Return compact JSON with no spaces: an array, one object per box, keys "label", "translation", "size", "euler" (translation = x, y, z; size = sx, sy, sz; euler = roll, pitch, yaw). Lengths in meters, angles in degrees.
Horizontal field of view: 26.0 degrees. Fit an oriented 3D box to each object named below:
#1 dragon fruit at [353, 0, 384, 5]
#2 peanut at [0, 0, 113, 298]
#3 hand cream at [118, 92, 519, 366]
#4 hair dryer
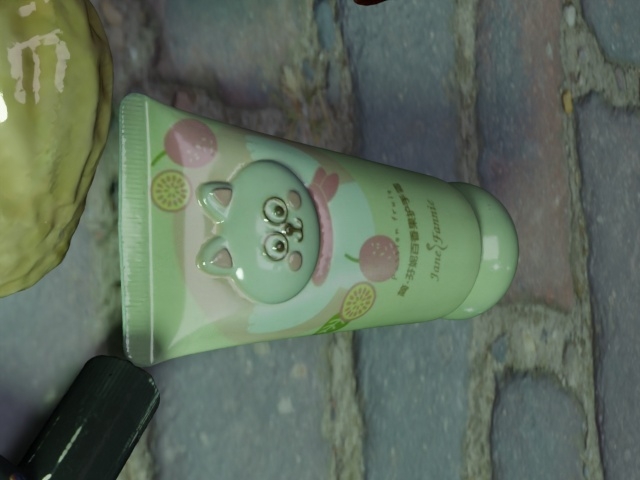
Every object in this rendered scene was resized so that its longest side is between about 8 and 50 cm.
[{"label":"dragon fruit","translation":[-0.053,-0.305,0.799],"size":[0.286,0.228,0.329],"euler":[-15,121,-23]},{"label":"peanut","translation":[-0.158,-0.108,0.587],"size":[0.111,0.125,0.275],"euler":[-29,109,-49]},{"label":"hand cream","translation":[0.000,0.000,0.839],"size":[0.305,0.093,0.147],"euler":[3,83,-44]},{"label":"hair dryer","translation":[-0.168,0.076,0.623],"size":[0.195,0.050,0.173],"euler":[57,41,-28]}]
